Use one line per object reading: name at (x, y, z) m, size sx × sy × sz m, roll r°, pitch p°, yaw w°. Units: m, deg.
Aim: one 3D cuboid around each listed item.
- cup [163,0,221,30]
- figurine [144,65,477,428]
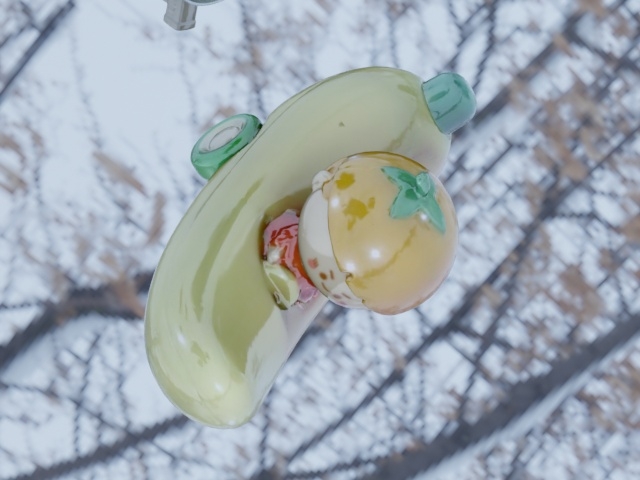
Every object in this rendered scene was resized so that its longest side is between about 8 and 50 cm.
cup at (-0.088, -0.202, 1.201) m, size 0.074 × 0.102 × 0.099 m, roll -31°, pitch -117°, yaw -16°
figurine at (0.000, 0.000, 1.237) m, size 0.222 × 0.124 × 0.324 m, roll -11°, pitch -148°, yaw 35°
